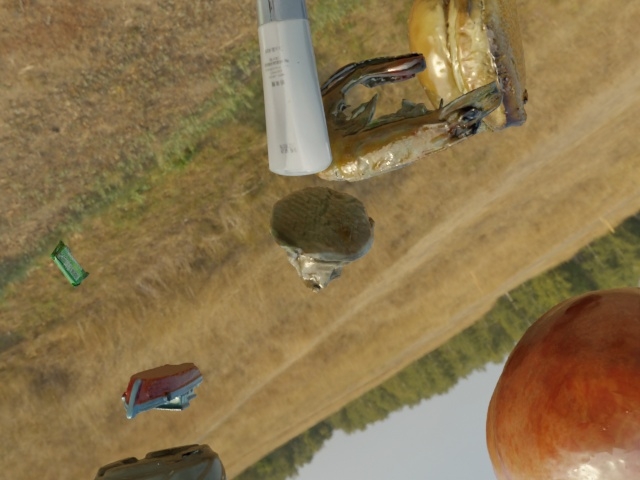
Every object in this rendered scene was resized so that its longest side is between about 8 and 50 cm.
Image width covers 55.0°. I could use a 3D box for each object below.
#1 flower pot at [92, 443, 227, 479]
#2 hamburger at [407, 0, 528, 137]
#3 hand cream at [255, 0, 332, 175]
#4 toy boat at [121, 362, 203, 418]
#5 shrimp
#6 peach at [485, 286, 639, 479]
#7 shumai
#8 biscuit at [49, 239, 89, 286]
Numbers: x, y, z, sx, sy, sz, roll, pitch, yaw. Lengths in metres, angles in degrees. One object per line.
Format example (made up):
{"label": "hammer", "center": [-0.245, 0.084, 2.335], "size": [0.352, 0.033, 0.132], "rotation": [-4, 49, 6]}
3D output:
{"label": "flower pot", "center": [-0.185, 0.323, 0.722], "size": [0.236, 0.140, 0.235], "rotation": [-11, 171, -2]}
{"label": "hamburger", "center": [0.278, -0.339, 1.093], "size": [0.174, 0.284, 0.304], "rotation": [-12, -155, 34]}
{"label": "hand cream", "center": [-0.038, -0.197, 0.668], "size": [0.080, 0.255, 0.048], "rotation": [0, -167, 32]}
{"label": "toy boat", "center": [-0.220, 0.210, 0.855], "size": [0.069, 0.058, 0.173], "rotation": [-1, 177, 13]}
{"label": "shrimp", "center": [0.082, -0.158, 0.738], "size": [0.253, 0.173, 0.058], "rotation": [-21, 151, 16]}
{"label": "peach", "center": [0.268, 0.138, 0.520], "size": [0.256, 0.233, 0.232], "rotation": [-57, 176, -23]}
{"label": "shumai", "center": [0.000, 0.000, 1.126], "size": [0.201, 0.201, 0.120], "rotation": [-22, 146, -30]}
{"label": "biscuit", "center": [-0.480, 0.046, 1.169], "size": [0.016, 0.089, 0.046], "rotation": [-9, -146, 25]}
